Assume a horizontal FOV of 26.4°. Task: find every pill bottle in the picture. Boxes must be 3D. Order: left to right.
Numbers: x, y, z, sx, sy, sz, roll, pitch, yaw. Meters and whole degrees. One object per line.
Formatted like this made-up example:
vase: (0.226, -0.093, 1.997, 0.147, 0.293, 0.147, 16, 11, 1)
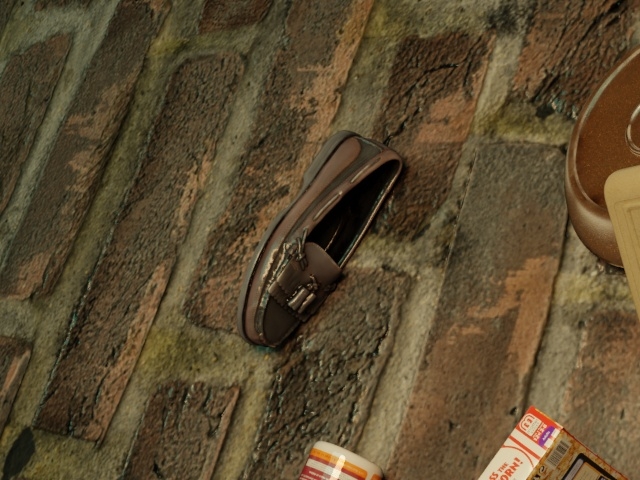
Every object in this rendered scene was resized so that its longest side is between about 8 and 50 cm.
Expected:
pill bottle: (0.003, 0.306, 1.509, 0.086, 0.086, 0.152, 14, 73, 42)

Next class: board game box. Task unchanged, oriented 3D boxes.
board game box: (0.216, 0.258, 1.296, 0.147, 0.193, 0.045, -53, 45, -2)

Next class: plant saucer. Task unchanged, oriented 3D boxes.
plant saucer: (0.372, -0.118, 1.453, 0.310, 0.050, 0.311, -36, 37, 33)

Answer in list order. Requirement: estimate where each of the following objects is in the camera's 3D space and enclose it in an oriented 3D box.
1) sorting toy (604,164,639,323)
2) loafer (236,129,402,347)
sorting toy: (0.428, 0.019, 1.291, 0.307, 0.041, 0.229, -11, 94, 44)
loafer: (0.000, 0.000, 1.688, 0.095, 0.109, 0.303, 17, 73, 39)
